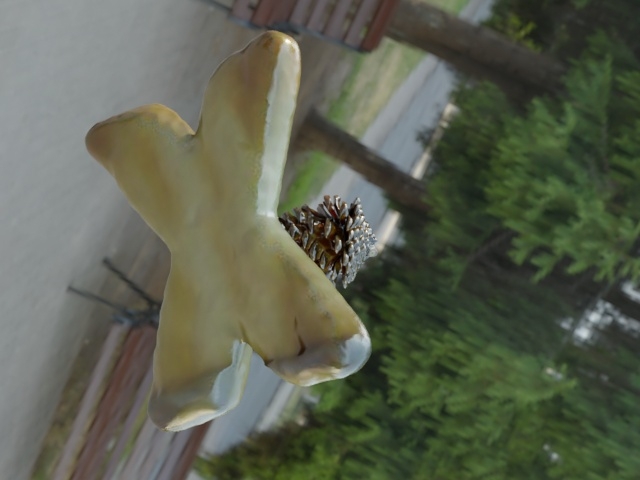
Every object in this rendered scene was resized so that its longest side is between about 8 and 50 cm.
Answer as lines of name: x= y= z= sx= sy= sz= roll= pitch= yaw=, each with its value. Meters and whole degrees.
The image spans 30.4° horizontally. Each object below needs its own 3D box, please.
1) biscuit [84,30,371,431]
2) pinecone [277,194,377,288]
biscuit: x=-0.058 y=-0.002 z=0.707 sx=0.164 sy=0.207 sz=0.047 roll=-21 pitch=164 yaw=28
pinecone: x=0.001 y=0.002 z=1.188 sx=0.102 sy=0.109 sz=0.102 roll=175 pitch=-90 yaw=-71
